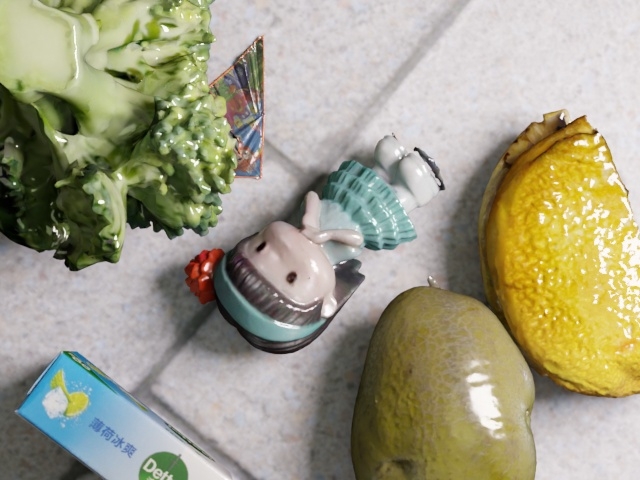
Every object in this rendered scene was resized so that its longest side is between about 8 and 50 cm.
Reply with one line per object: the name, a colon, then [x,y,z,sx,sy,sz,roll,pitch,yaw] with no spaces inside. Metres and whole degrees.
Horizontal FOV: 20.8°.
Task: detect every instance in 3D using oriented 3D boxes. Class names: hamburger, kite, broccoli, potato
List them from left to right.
broccoli: [-0.215,-0.149,1.566,0.277,0.317,0.339,-3,118,-1]
kite: [-0.109,-0.120,1.691,0.190,0.010,0.159,-43,89,-6]
potato: [0.111,0.156,1.606,0.174,0.159,0.251,-3,80,12]
hamburger: [0.227,0.024,1.635,0.156,0.144,0.283,-20,86,6]

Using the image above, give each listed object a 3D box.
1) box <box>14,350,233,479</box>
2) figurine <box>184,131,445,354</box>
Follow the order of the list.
box: [-0.176,0.186,1.599,0.194,0.139,0.073,38,85,0]
figurine: [0.000,0.000,1.643,0.245,0.110,0.138,-41,49,-9]
